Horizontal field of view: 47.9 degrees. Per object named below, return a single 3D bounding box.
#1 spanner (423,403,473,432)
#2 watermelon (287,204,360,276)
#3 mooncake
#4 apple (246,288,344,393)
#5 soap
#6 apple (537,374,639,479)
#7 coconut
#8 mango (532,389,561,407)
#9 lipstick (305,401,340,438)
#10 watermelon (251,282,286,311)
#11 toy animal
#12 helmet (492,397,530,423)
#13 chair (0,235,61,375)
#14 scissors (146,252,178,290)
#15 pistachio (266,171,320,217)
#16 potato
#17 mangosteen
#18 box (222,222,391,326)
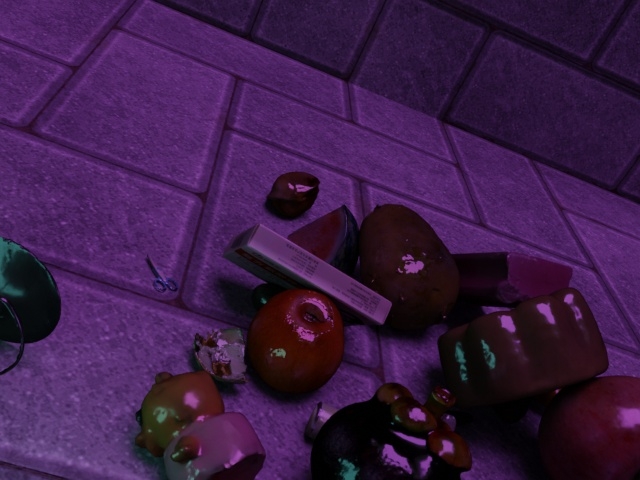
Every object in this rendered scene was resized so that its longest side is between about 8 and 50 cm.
[{"bbox_3d":[0.234,0.383,1.549,0.325,0.040,0.096,13,4,-45],"label":"spanner"},{"bbox_3d":[0.015,0.003,1.923,0.202,0.207,0.136,6,5,-5],"label":"watermelon"},{"bbox_3d":[0.447,0.245,1.639,0.378,0.378,0.200,-4,74,-43],"label":"mooncake"},{"bbox_3d":[-0.045,0.205,1.515,0.210,0.173,0.235,14,33,-22],"label":"apple"},{"bbox_3d":[0.465,0.113,1.942,0.233,0.128,0.359,12,-8,-26],"label":"soap"},{"bbox_3d":[0.635,0.432,1.569,0.345,0.344,0.269,13,25,-23],"label":"apple"},{"bbox_3d":[-0.201,0.235,1.459,0.133,0.055,0.158,22,28,-6],"label":"coconut"},{"bbox_3d":[0.578,0.337,1.876,0.138,0.113,0.253,13,33,-19],"label":"mango"},{"bbox_3d":[0.116,0.409,1.421,0.304,0.076,0.076,25,29,-5],"label":"lipstick"},{"bbox_3d":[-0.107,0.143,1.666,0.111,0.078,0.078,30,29,-3],"label":"watermelon"},{"bbox_3d":[-0.207,0.327,1.198,0.281,0.169,0.195,40,-12,32],"label":"toy animal"},{"bbox_3d":[0.453,0.406,1.721,0.111,0.057,0.089,-13,12,-41],"label":"helmet"},{"bbox_3d":[-0.594,0.171,1.075,0.226,0.226,0.401,27,30,1],"label":"chair"},{"bbox_3d":[-0.366,0.072,1.631,0.058,0.014,0.119,1,41,-45],"label":"scissors"},{"bbox_3d":[-0.070,-0.142,2.121,0.165,0.130,0.210,-7,18,25],"label":"pistachio"},{"bbox_3d":[0.227,0.062,1.883,0.270,0.219,0.359,21,41,-28],"label":"potato"},{"bbox_3d":[0.132,0.380,1.246,0.275,0.302,0.275,36,3,-2],"label":"mangosteen"},{"bbox_3d":[-0.035,0.087,1.632,0.353,0.069,0.214,30,-17,-16],"label":"box"}]
